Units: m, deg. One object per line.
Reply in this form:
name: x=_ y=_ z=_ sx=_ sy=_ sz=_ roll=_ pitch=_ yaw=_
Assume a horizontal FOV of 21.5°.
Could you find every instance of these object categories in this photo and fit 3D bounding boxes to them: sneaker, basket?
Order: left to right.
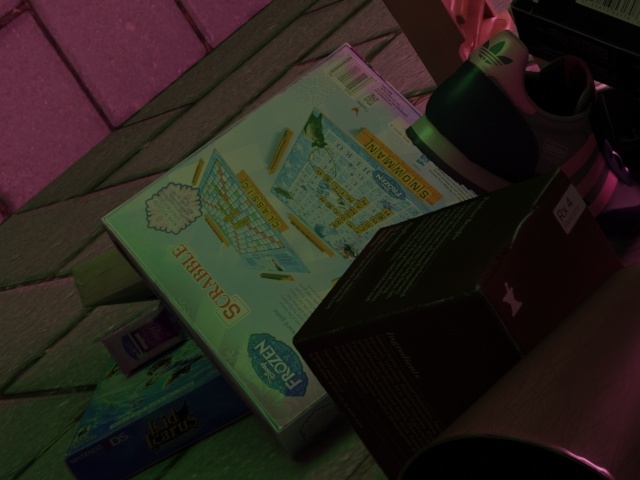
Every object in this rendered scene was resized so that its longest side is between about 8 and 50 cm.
sneaker: x=0.217 y=-0.087 z=1.456 sx=0.131 sy=0.319 sz=0.112 roll=-55 pitch=53 yaw=18
basket: x=0.189 y=0.126 z=1.121 sx=0.204 sy=0.154 sz=0.227 roll=-13 pitch=22 yaw=46

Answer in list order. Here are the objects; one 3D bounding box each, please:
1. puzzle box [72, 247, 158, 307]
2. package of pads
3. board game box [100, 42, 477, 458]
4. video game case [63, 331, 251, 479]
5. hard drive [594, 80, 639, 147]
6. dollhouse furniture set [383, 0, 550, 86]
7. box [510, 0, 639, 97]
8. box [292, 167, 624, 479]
puzzle box: x=-0.057 y=-0.020 z=1.958 sx=0.409 sy=0.052 sz=0.272 roll=-24 pitch=-10 yaw=29
package of pads: x=-0.196 y=0.107 z=1.857 sx=0.083 sy=0.050 sz=0.032 roll=-31 pitch=11 yaw=12
board game box: x=0.000 y=0.000 z=1.649 sx=0.318 sy=0.066 sz=0.318 roll=-36 pitch=58 yaw=-10
video game case: x=-0.136 y=0.143 z=1.846 sx=0.269 sy=0.061 sz=0.244 roll=-29 pitch=16 yaw=16
hard drive: x=0.282 y=-0.135 z=1.713 sx=0.237 sy=0.064 sz=0.339 roll=-21 pitch=7 yaw=-35
dollhouse furniture set: x=0.302 y=-0.323 z=2.039 sx=0.394 sy=0.256 sz=0.362 roll=-11 pitch=49 yaw=27
box: x=0.253 y=-0.190 z=1.424 sx=0.093 sy=0.156 sz=0.158 roll=-66 pitch=-12 yaw=-3
box: x=0.125 y=0.075 z=1.343 sx=0.203 sy=0.167 sz=0.168 roll=-18 pitch=23 yaw=43
